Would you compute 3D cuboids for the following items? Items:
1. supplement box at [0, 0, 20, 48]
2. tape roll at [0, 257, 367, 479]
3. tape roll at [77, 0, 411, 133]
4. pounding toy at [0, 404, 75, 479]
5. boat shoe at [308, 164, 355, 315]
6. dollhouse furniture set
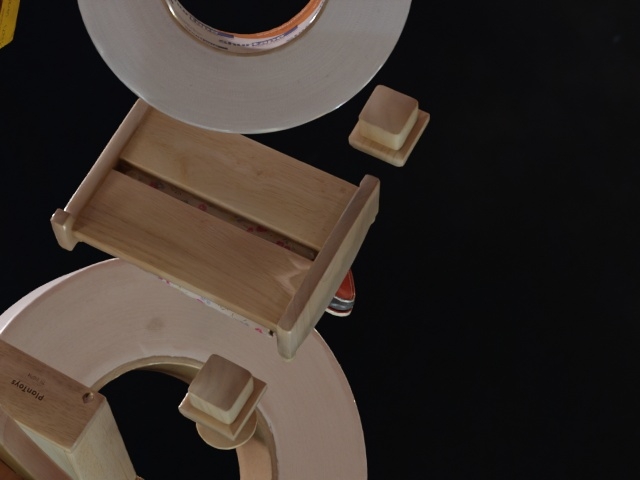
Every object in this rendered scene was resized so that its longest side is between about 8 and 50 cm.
[{"bbox_3d":[-0.294,-0.158,1.008,0.191,0.129,0.194,36,-130,11],"label":"supplement box"},{"bbox_3d":[-0.142,0.203,1.599,0.392,0.072,0.392,5,-101,-27],"label":"tape roll"},{"bbox_3d":[-0.050,-0.183,1.209,0.219,0.219,0.072,35,-168,-13],"label":"tape roll"},{"bbox_3d":[-0.178,0.073,0.871,0.269,0.154,0.155,42,-121,-12],"label":"pounding toy"},{"bbox_3d":[0.000,0.000,1.542,0.049,0.043,0.137,8,-132,-39],"label":"boat shoe"},{"bbox_3d":[-0.133,0.012,1.387,0.303,0.174,0.355,26,-113,15],"label":"dollhouse furniture set"}]
